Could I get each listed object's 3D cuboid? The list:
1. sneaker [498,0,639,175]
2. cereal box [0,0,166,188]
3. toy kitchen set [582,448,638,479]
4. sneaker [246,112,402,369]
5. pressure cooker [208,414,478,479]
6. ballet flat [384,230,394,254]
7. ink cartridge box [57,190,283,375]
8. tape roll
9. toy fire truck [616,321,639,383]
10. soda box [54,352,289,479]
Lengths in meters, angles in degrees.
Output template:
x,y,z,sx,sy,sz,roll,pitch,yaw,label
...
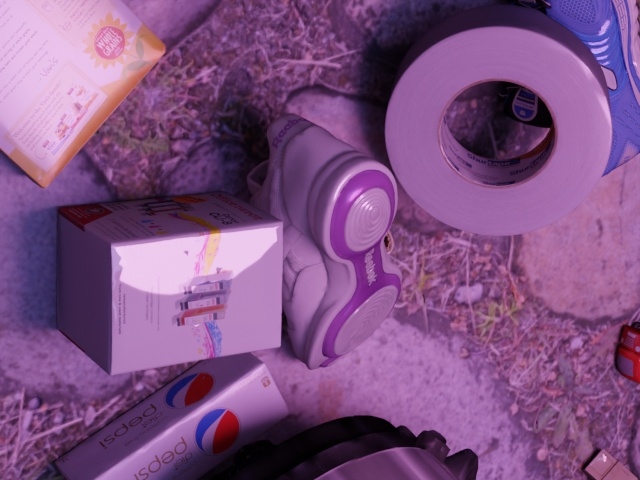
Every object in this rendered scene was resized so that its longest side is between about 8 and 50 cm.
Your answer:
x,y,z,sx,sy,sz,roll,pitch,yaw,label
0.246,-0.189,1.794,0.147,0.130,0.330,-43,122,-14,sneaker
-0.270,-0.185,1.542,0.173,0.047,0.240,-49,123,-8,cereal box
0.329,0.298,2.060,0.083,0.075,0.068,43,76,7,toy kitchen set
0.000,0.000,1.718,0.114,0.152,0.305,-32,147,-28,sneaker
0.029,0.370,1.697,0.375,0.420,0.370,-53,150,15,pressure cooker
0.023,-0.048,1.755,0.057,0.052,0.168,-45,122,-9,ballet flat
-0.138,0.035,1.643,0.176,0.128,0.127,-7,109,-29,ink cartridge box
0.174,-0.117,1.742,0.219,0.072,0.219,3,116,5,tape roll
0.415,0.170,2.058,0.192,0.047,0.135,6,104,-31,toy fire truck
-0.142,0.191,1.724,0.216,0.074,0.069,-35,120,-16,soda box
